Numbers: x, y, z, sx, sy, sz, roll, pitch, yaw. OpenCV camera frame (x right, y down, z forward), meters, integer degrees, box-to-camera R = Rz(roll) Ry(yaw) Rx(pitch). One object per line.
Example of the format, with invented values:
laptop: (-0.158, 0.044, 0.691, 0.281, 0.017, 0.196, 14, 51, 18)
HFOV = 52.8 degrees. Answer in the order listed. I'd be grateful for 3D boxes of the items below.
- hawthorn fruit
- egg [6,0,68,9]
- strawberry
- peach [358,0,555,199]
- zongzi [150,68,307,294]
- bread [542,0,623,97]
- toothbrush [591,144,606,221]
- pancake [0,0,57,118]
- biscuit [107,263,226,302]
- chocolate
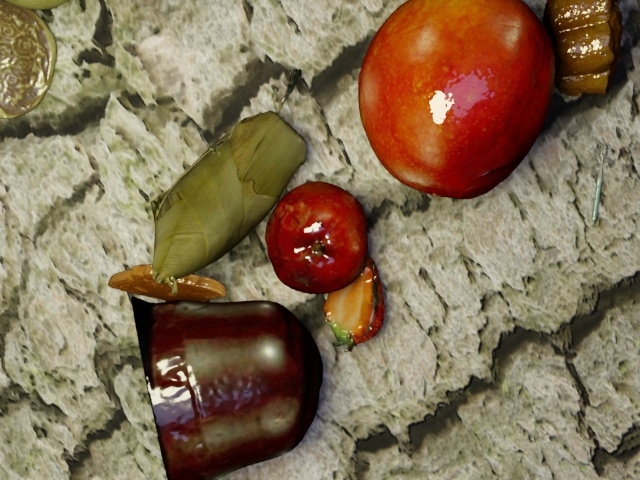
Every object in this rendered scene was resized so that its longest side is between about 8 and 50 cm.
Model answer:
hawthorn fruit: (0.000, 0.000, 1.261, 0.211, 0.266, 0.230, 10, 94, -9)
egg: (-0.560, -0.586, 1.225, 0.219, 0.218, 0.295, -21, 79, -1)
strawberry: (0.080, 0.142, 1.360, 0.141, 0.085, 0.192, -23, 58, 25)
peach: (0.244, -0.258, 1.188, 0.389, 0.388, 0.387, 0, 94, -2)
zongzi: (-0.139, -0.116, 1.191, 0.181, 0.418, 0.447, 43, 95, -14)
bread: (0.517, -0.396, 1.265, 0.135, 0.247, 0.231, -9, 86, 14)
toothbrush: (0.604, -0.124, 1.397, 0.011, 0.014, 0.167, 8, 94, 14)
pancake: (-0.663, -0.379, 1.324, 0.250, 0.031, 0.249, 0, 94, -1)
biscuit: (-0.315, 0.090, 1.314, 0.280, 0.183, 0.043, 4, 62, 26)
chocolate: (-0.171, 0.261, 1.255, 0.332, 0.384, 0.383, -14, 95, -16)
